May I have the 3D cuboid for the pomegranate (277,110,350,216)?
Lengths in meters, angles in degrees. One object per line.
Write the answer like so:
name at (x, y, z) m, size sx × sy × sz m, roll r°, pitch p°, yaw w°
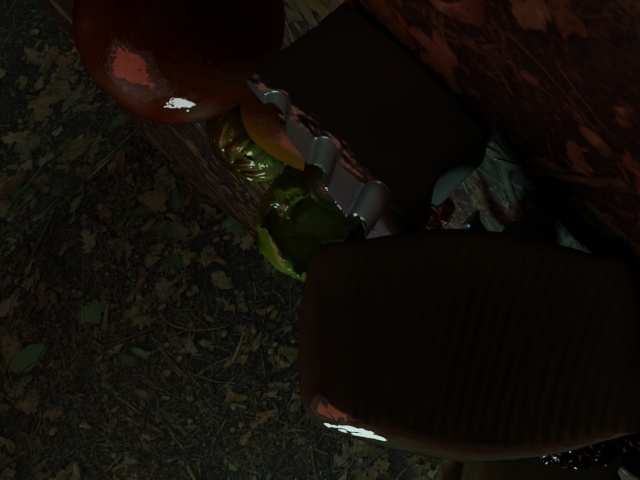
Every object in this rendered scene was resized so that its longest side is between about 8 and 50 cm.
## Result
pomegranate at (0.026, -0.130, 1.451) m, size 0.191 × 0.131 × 0.152 m, roll 50°, pitch 149°, yaw 20°

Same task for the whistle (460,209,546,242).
whistle at (0.260, 0.044, 1.327) m, size 0.180 × 0.093 × 0.269 m, roll 36°, pitch 163°, yaw 18°

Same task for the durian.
durian at (0.000, 0.000, 1.980) m, size 0.256 × 0.204 × 0.339 m, roll 32°, pitch 168°, yaw 4°

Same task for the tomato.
tomato at (-0.170, -0.278, 1.257) m, size 0.265 × 0.265 × 0.265 m, roll 44°, pitch 172°, yaw 8°

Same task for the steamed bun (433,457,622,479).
steamed bun at (0.397, 0.409, 1.850) m, size 0.342 × 0.255 × 0.368 m, roll 21°, pitch -170°, yaw 28°

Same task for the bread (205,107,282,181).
bread at (-0.173, -0.202, 2.183) m, size 0.213 × 0.105 × 0.213 m, roll 47°, pitch 173°, yaw 8°

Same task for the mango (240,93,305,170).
mango at (-0.026, -0.169, 1.596) m, size 0.227 × 0.109 × 0.147 m, roll 32°, pitch 166°, yaw 17°

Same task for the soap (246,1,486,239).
soap at (0.051, -0.123, 1.237) m, size 0.258 × 0.159 × 0.302 m, roll 41°, pitch 170°, yaw 4°

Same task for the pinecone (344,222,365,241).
pinecone at (0.116, 0.035, 1.759) m, size 0.173 × 0.173 × 0.173 m, roll 44°, pitch 172°, yaw 8°

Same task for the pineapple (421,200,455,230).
pineapple at (0.153, -0.047, 1.511) m, size 0.114 × 0.077 × 0.114 m, roll 54°, pitch 140°, yaw 16°

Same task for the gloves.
gloves at (0.326, 0.202, 1.324) m, size 0.312 × 0.210 × 0.135 m, roll 172°, pitch 76°, yaw -79°

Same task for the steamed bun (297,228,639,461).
steamed bun at (0.154, 0.120, 1.133) m, size 0.384 × 0.247 × 0.236 m, roll 2°, pitch 171°, yaw -12°
